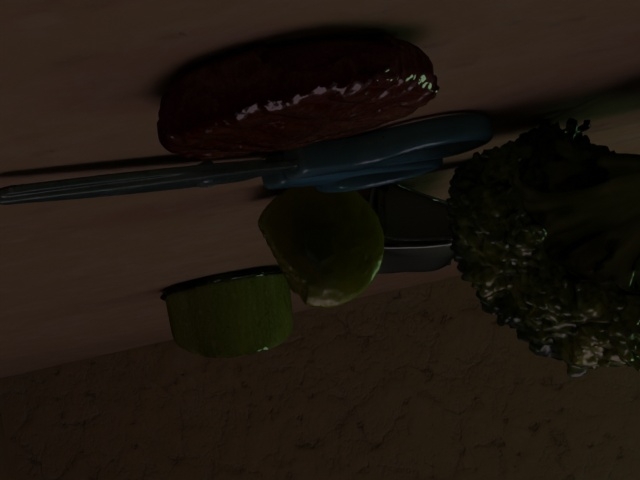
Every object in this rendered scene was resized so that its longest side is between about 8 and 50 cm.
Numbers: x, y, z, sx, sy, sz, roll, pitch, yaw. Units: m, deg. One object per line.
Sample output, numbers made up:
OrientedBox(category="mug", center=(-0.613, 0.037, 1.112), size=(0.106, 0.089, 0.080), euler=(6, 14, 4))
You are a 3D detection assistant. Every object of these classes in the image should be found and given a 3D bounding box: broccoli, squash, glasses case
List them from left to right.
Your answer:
OrientedBox(category="squash", center=(-0.148, 0.119, 2.309), size=(0.220, 0.133, 0.220), euler=(-12, 180, 0))
OrientedBox(category="glasses case", center=(0.104, -0.013, 1.603), size=(0.128, 0.083, 0.308), euler=(5, 174, -1))
OrientedBox(category="broccoli", center=(0.267, 0.008, 1.283), size=(0.288, 0.235, 0.260), euler=(-13, -164, -30))

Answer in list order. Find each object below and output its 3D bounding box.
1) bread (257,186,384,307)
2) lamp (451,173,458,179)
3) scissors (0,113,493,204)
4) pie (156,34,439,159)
OrientedBox(category="bread", center=(0.000, 0.000, 1.427), size=(0.111, 0.129, 0.114), euler=(-24, -174, -14))
OrientedBox(category="lamp", center=(0.315, -0.102, 1.451), size=(0.371, 0.108, 0.130), euler=(2, -139, 24))
OrientedBox(category="scissors", center=(-0.059, -0.059, 1.172), size=(0.447, 0.029, 0.192), euler=(-8, 173, -34))
OrientedBox(category="pie", center=(-0.017, -0.087, 0.890), size=(0.182, 0.050, 0.182), euler=(-10, 175, -1))
